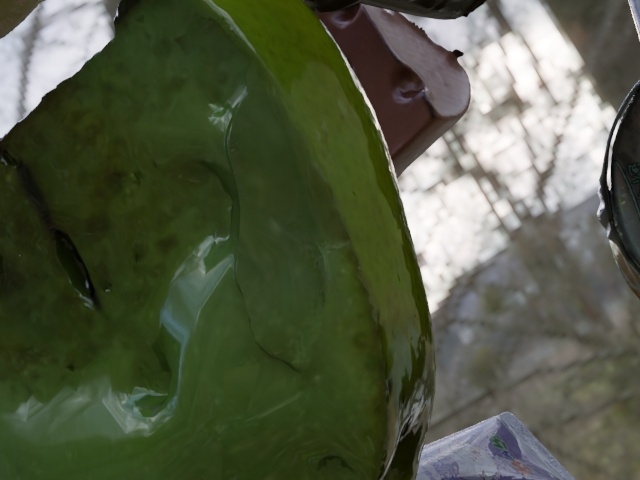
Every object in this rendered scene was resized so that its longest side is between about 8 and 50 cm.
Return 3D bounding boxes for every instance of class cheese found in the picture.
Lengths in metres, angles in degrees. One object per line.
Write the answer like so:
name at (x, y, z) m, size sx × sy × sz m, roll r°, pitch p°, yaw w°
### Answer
cheese at (0.068, -0.146, 1.908) m, size 0.203 × 0.177 × 0.128 m, roll 34°, pitch -65°, yaw -32°

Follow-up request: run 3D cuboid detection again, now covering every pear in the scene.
pear at (-0.061, 0.059, 0.993) m, size 0.342 × 0.318 × 0.238 m, roll -39°, pitch -5°, yaw 26°

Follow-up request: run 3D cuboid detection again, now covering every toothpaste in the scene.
toothpaste at (0.124, 0.261, 1.964) m, size 0.371 × 0.125 × 0.080 m, roll -9°, pitch -44°, yaw -47°

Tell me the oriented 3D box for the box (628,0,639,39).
box at (0.299, -0.274, 1.404) m, size 0.190 × 0.370 × 0.112 m, roll -16°, pitch -23°, yaw 10°

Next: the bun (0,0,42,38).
bun at (-0.356, -0.308, 1.850) m, size 0.273 × 0.273 × 0.168 m, roll -28°, pitch -29°, yaw -16°

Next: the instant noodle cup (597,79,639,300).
instant noodle cup at (0.407, -0.034, 1.801) m, size 0.296 × 0.296 × 0.214 m, roll -30°, pitch -12°, yaw -4°

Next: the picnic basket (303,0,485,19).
picnic basket at (0.096, -0.255, 1.041) m, size 0.129 × 0.222 × 0.297 m, roll 21°, pitch -53°, yaw -42°
